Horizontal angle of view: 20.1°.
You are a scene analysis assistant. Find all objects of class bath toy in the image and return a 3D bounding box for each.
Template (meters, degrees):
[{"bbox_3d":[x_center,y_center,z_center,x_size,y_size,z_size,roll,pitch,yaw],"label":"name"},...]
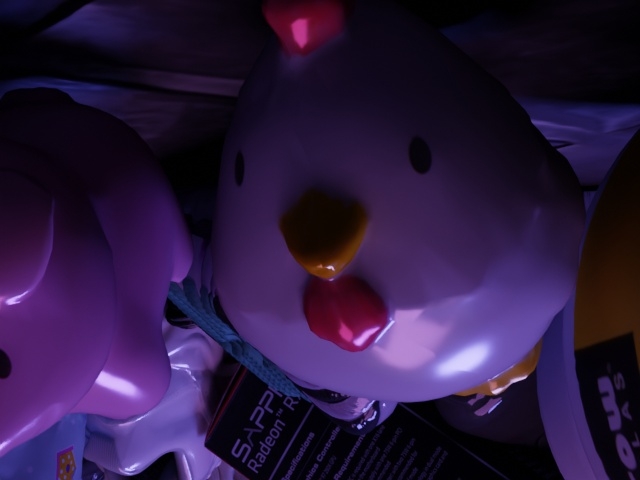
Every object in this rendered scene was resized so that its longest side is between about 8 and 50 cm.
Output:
[{"bbox_3d":[-0.107,0.006,0.488,0.348,0.151,0.129,-9,139,16],"label":"bath toy"}]

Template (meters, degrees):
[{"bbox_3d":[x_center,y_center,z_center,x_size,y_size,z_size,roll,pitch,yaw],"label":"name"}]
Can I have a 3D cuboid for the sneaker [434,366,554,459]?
[{"bbox_3d":[0.159,0.075,0.892,0.109,0.130,0.286,-46,153,27],"label":"sneaker"}]

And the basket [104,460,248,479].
[{"bbox_3d":[-0.112,0.236,1.236,0.331,0.328,0.266,-12,163,41],"label":"basket"}]

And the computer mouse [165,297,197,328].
[{"bbox_3d":[-0.004,0.014,0.789,0.106,0.042,0.193,-1,170,-13],"label":"computer mouse"}]

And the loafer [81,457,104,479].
[{"bbox_3d":[-0.289,0.137,0.949,0.366,0.130,0.134,-14,158,-45],"label":"loafer"}]

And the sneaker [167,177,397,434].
[{"bbox_3d":[0.000,0.000,0.634,0.083,0.098,0.223,45,172,-21],"label":"sneaker"}]

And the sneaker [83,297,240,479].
[{"bbox_3d":[-0.078,0.094,0.979,0.090,0.115,0.232,16,174,22],"label":"sneaker"}]

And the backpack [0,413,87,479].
[{"bbox_3d":[-0.200,0.086,0.826,0.188,0.144,0.166,20,159,-33],"label":"backpack"}]

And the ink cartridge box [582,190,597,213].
[{"bbox_3d":[0.104,-0.004,0.771,0.083,0.028,0.048,-2,170,-9],"label":"ink cartridge box"}]

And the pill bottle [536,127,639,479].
[{"bbox_3d":[0.174,0.019,0.460,0.187,0.188,0.334,-2,170,-13],"label":"pill bottle"}]

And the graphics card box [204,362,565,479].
[{"bbox_3d":[0.142,0.166,0.943,0.371,0.094,0.233,33,-171,20],"label":"graphics card box"}]
